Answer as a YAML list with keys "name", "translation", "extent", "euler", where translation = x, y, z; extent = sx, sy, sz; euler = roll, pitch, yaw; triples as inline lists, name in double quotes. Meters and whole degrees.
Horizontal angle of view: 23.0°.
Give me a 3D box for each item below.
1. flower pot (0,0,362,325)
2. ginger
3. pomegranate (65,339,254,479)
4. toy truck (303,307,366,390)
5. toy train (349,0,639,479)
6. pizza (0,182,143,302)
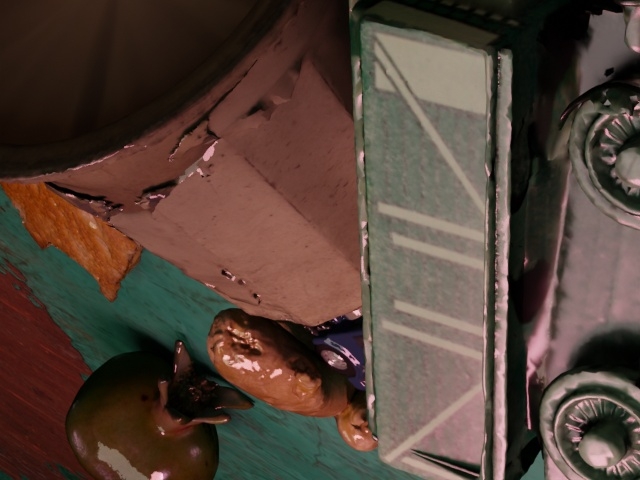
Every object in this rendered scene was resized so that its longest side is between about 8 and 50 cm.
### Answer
- name: "flower pot"
  translation: [-0.044, -0.064, 0.694]
  extent: [0.212, 0.212, 0.202]
  euler: [20, 159, 40]
- name: "ginger"
  translation: [-0.023, 0.081, 1.040]
  extent: [0.133, 0.059, 0.214]
  euler: [40, -174, 38]
- name: "pomegranate"
  translation: [-0.147, 0.162, 1.437]
  extent: [0.152, 0.131, 0.191]
  euler: [44, 137, 3]
- name: "toy truck"
  translation: [0.000, 0.000, 0.929]
  extent: [0.202, 0.074, 0.088]
  euler: [48, 148, -20]
- name: "toy train"
  translation: [0.100, -0.001, 0.629]
  extent: [0.154, 0.115, 0.269]
  euler: [22, 133, 33]
- name: "pizza"
  translation: [-0.195, -0.027, 1.233]
  extent: [0.181, 0.034, 0.262]
  euler: [30, 157, 22]
